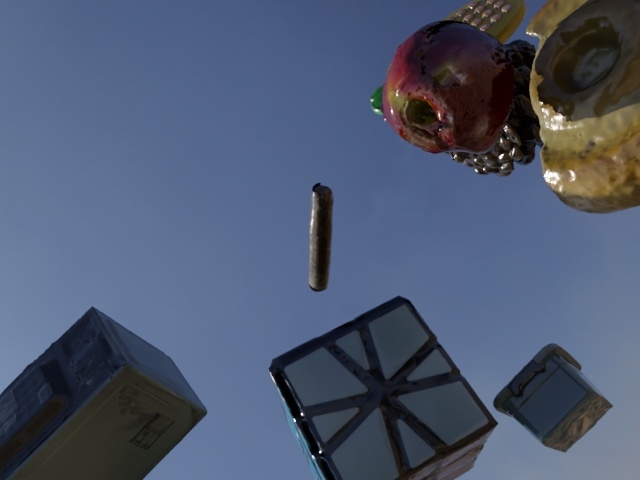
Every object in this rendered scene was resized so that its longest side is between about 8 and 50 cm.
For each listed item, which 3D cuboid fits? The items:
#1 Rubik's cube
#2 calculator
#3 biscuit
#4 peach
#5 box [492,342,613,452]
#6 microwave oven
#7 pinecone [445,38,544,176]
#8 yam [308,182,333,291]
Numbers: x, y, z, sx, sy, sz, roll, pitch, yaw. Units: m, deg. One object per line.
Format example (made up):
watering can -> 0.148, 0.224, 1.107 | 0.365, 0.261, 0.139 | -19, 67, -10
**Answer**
Rubik's cube -> 0.100, 0.318, 1.055 | 0.294, 0.288, 0.283 | -25, -32, -15
calculator -> 0.164, -0.247, 0.780 | 0.235, 0.146, 0.032 | -37, -57, 13
biscuit -> 0.301, -0.174, 0.559 | 0.091, 0.274, 0.213 | 25, -38, -30
peach -> 0.134, -0.166, 0.591 | 0.092, 0.127, 0.172 | 101, -169, -53
box -> 0.430, 0.292, 1.081 | 0.162, 0.130, 0.227 | -49, -41, 7
microwave oven -> -0.373, 0.286, 0.914 | 0.295, 0.181, 0.237 | -45, -44, -7
pinecone -> 0.319, -0.233, 1.059 | 0.257, 0.243, 0.243 | -28, -41, -35
yam -> 0.000, 0.000, 1.107 | 0.046, 0.046, 0.264 | -27, -38, -26
